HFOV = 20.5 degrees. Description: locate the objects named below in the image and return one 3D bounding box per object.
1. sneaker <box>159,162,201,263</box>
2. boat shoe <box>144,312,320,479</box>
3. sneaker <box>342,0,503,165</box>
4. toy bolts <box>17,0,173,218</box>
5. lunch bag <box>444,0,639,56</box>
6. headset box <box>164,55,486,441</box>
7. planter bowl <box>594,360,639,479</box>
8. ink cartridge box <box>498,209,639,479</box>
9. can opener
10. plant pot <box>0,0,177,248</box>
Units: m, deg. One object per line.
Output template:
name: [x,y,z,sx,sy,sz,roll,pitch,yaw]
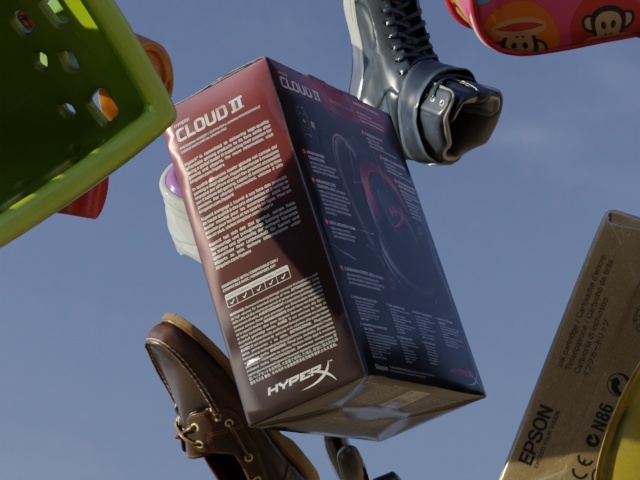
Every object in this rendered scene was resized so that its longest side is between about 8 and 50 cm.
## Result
sneaker: [-0.025,0.004,1.901,0.305,0.114,0.152,20,-42,14]
boat shoe: [-0.079,0.152,1.429,0.207,0.073,0.073,53,-22,-22]
sneaker: [0.098,-0.180,1.656,0.086,0.226,0.163,-9,14,-37]
toy bolts: [-0.278,-0.131,1.777,0.158,0.228,0.218,10,-3,29]
lunch bag: [0.235,-0.289,1.388,0.293,0.120,0.258,-7,-69,-9]
headset box: [0.000,0.000,1.398,0.110,0.293,0.218,-26,-19,23]
planter bowl: [0.288,0.138,1.208,0.217,0.090,0.217,-27,-50,-37]
ink cartridge box: [0.220,0.097,1.360,0.088,0.235,0.193,22,4,10]
can opener: [0.034,0.237,1.807,0.073,0.059,0.186,-41,-35,-10]
plant pot: [-0.271,-0.096,1.161,0.228,0.227,0.207,-37,10,-32]
